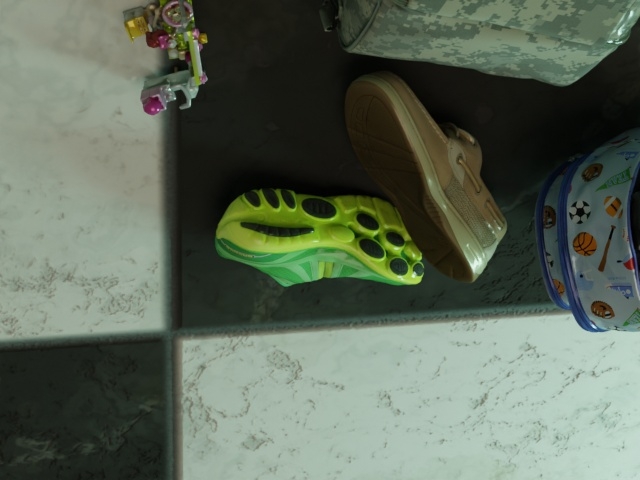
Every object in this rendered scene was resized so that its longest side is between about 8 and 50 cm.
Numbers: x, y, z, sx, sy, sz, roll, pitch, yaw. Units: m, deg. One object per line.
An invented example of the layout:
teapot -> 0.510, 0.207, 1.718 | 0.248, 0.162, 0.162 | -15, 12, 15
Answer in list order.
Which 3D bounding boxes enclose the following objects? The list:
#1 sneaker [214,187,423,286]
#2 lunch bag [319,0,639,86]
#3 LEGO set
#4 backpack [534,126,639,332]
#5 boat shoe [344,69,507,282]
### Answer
sneaker -> 0.000, 0.000, 1.764 | 0.295, 0.109, 0.123 | 12, 155, -27
lunch bag -> 0.176, -0.284, 1.468 | 0.305, 0.212, 0.256 | 8, 145, -15
LEGO set -> -0.196, -0.251, 1.483 | 0.132, 0.107, 0.287 | -26, 131, 10
backpack -> 0.380, -0.010, 1.684 | 0.213, 0.263, 0.276 | -12, 98, 31
boat shoe -> 0.136, -0.095, 1.701 | 0.110, 0.121, 0.341 | -48, 135, -19
